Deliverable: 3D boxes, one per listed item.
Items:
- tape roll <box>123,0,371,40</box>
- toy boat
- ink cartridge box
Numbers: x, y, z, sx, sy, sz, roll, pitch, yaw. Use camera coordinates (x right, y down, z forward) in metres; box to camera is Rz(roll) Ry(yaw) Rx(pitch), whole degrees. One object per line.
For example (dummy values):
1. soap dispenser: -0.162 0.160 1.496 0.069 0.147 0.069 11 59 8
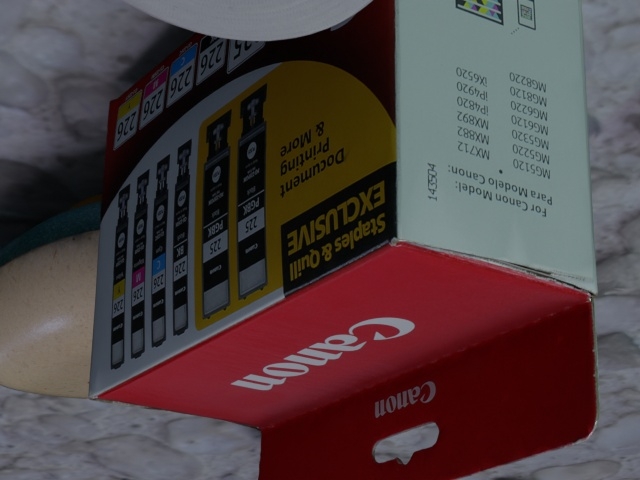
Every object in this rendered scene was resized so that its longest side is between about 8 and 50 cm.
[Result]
1. tape roll: -0.046 -0.195 0.670 0.219 0.072 0.219 18 141 16
2. toy boat: -0.187 0.007 1.061 0.267 0.148 0.318 -22 154 36
3. ink cartridge box: 0.000 0.000 0.845 0.130 0.271 0.309 15 153 -31
